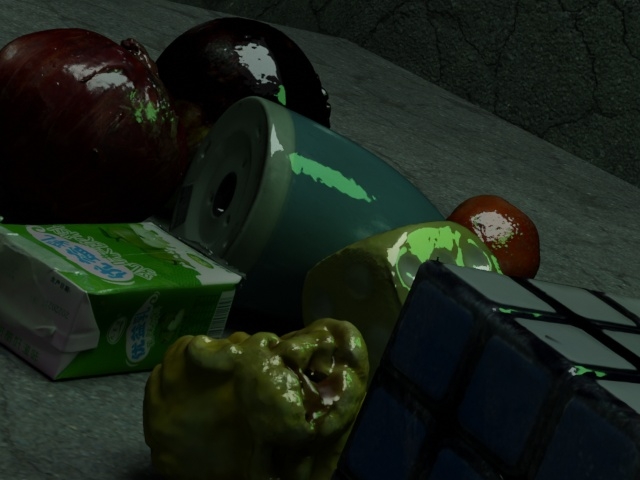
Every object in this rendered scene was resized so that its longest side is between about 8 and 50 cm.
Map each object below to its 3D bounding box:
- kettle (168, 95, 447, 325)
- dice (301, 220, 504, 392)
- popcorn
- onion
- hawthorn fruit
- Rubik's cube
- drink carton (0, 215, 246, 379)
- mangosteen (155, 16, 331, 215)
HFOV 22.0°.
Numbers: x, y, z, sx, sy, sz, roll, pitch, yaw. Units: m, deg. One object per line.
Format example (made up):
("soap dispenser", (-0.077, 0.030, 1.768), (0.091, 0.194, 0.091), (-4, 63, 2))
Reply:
("kettle", (0.000, 0.000, 2.039), (0.342, 0.247, 0.319), (21, -14, -26))
("dice", (0.096, 0.081, 1.803), (0.169, 0.169, 0.166), (-10, 75, -40))
("popcorn", (-0.034, 0.149, 1.437), (0.226, 0.203, 0.200), (33, 23, 10))
("onion", (-0.291, -0.139, 2.034), (0.276, 0.276, 0.276), (20, 14, -5))
("hawthorn fruit", (0.192, 0.012, 2.386), (0.285, 0.165, 0.165), (0, 24, -41))
("Rubik's cube", (0.214, 0.224, 1.315), (0.303, 0.305, 0.301), (8, 20, -37))
("drink carton", (-0.222, 0.053, 1.704), (0.161, 0.108, 0.271), (29, 16, 30))
("mangosteen", (-0.138, -0.156, 2.312), (0.297, 0.313, 0.297), (55, 13, -19))
